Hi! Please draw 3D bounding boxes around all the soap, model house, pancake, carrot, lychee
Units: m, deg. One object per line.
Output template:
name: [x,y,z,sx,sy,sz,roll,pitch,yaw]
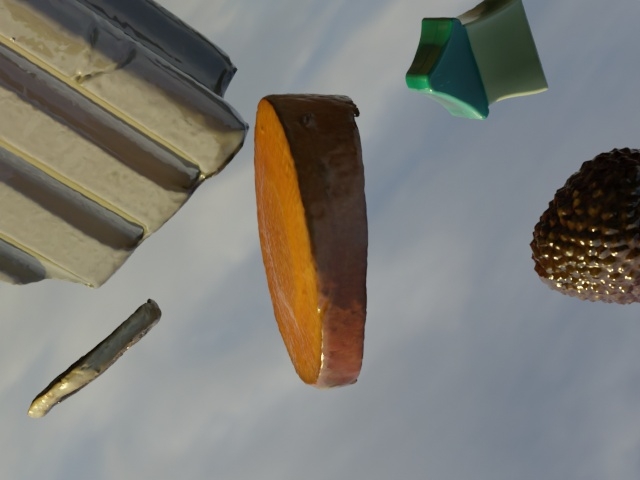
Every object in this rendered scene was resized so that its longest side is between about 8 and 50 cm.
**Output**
soap: [-0.346,-0.156,1.784,0.350,0.435,0.213,-47,-149,22]
model house: [0.175,-0.211,1.926,0.149,0.127,0.100,-22,-167,-15]
pancake: [-0.201,0.108,1.452,0.151,0.025,0.151,-42,-179,1]
carrot: [0.000,0.000,1.655,0.258,0.100,0.307,111,-29,-73]
lychee: [0.435,-0.016,2.355,0.271,0.236,0.236,-27,-157,14]
